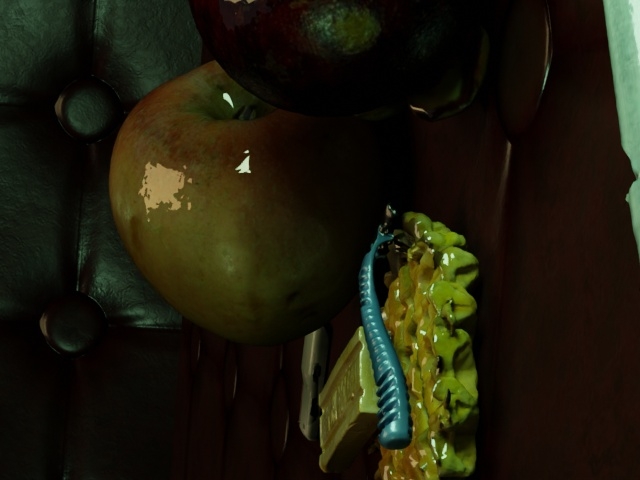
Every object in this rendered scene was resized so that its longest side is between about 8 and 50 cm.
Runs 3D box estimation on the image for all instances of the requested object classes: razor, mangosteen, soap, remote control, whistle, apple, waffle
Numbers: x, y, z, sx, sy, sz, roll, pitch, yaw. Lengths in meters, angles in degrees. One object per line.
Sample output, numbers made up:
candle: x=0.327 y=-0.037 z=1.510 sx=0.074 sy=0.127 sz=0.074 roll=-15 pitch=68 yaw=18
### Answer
razor: x=0.061 y=0.088 z=1.495 sx=0.082 sy=0.042 sz=0.253 roll=111 pitch=159 yaw=-53
mangosteen: x=0.021 y=-0.251 z=1.477 sx=0.311 sy=0.311 sz=0.311 roll=-176 pitch=90 yaw=-78
soap: x=0.033 y=0.174 z=1.631 sx=0.252 sy=0.037 sz=0.092 roll=114 pitch=158 yaw=-66
remote control: x=-0.013 y=0.188 z=2.116 sx=0.065 sy=0.029 sz=0.166 roll=-130 pitch=45 yaw=-71
whistle: x=0.228 y=-0.112 z=1.040 sx=0.062 sy=0.062 sz=0.312 roll=118 pitch=154 yaw=-62
apple: x=-0.073 y=-0.046 z=1.835 sx=0.338 sy=0.338 sz=0.305 roll=-103 pitch=1 yaw=-53
waffle: x=0.103 y=0.126 z=1.529 sx=0.329 sy=0.062 sz=0.329 roll=-176 pitch=90 yaw=-79
